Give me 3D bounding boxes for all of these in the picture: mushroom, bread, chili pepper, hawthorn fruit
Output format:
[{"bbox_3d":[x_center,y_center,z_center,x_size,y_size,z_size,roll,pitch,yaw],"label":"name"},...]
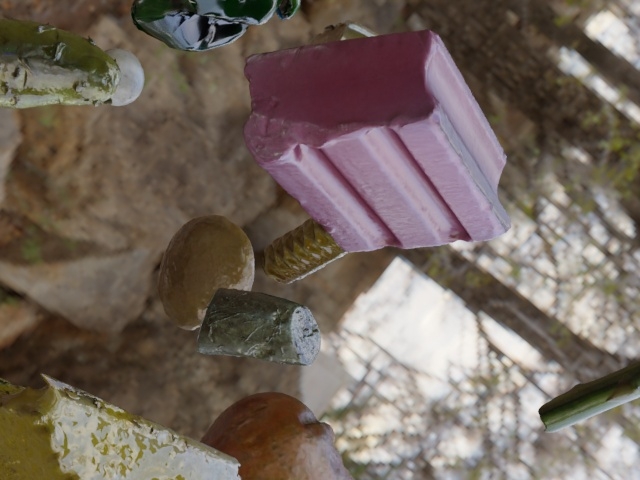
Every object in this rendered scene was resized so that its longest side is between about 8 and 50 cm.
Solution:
[{"bbox_3d":[-0.306,-0.241,2.051,0.079,0.085,0.085,3,-128,54],"label":"mushroom"},{"bbox_3d":[0.001,0.001,2.102,0.084,0.077,0.367,-26,179,-26],"label":"bread"},{"bbox_3d":[-0.119,-0.319,1.669,0.174,0.165,0.261,-37,168,36],"label":"chili pepper"},{"bbox_3d":[-0.106,0.406,2.269,0.298,0.277,0.277,-24,178,-29],"label":"hawthorn fruit"}]

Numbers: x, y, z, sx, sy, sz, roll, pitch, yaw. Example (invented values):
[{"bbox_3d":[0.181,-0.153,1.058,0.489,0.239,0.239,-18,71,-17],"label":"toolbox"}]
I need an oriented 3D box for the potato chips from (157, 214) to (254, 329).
[{"bbox_3d":[-0.214,0.054,2.462,0.208,0.195,0.062,-52,158,0],"label":"potato chips"}]

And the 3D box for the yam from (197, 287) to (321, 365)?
[{"bbox_3d":[-0.093,0.127,2.044,0.107,0.183,0.107,9,90,-70],"label":"yam"}]

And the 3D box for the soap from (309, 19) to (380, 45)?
[{"bbox_3d":[0.099,-0.213,1.903,0.073,0.232,0.140,-67,-160,-9],"label":"soap"}]

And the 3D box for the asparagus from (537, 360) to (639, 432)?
[{"bbox_3d":[0.511,0.259,2.405,0.277,0.060,0.067,-24,-141,14],"label":"asparagus"}]

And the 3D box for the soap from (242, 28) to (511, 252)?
[{"bbox_3d":[0.074,-0.103,1.636,0.233,0.359,0.128,-6,-112,19],"label":"soap"}]

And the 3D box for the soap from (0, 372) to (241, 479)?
[{"bbox_3d":[-0.284,0.336,1.557,0.169,0.338,0.304,-11,-122,44],"label":"soap"}]

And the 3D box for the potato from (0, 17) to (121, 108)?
[{"bbox_3d":[-0.371,-0.226,1.791,0.090,0.225,0.117,-168,-96,-74],"label":"potato"}]
